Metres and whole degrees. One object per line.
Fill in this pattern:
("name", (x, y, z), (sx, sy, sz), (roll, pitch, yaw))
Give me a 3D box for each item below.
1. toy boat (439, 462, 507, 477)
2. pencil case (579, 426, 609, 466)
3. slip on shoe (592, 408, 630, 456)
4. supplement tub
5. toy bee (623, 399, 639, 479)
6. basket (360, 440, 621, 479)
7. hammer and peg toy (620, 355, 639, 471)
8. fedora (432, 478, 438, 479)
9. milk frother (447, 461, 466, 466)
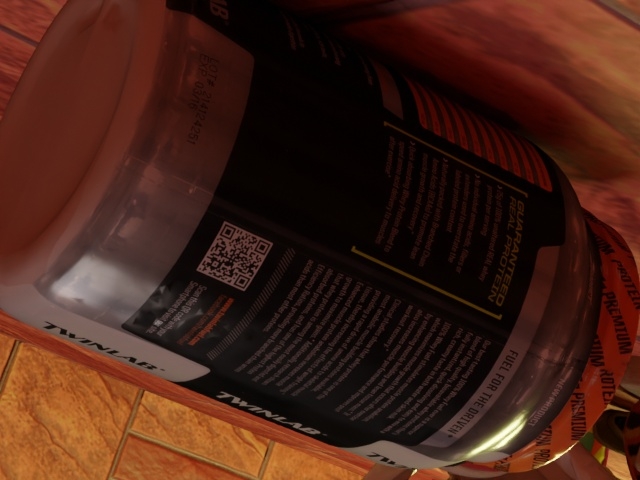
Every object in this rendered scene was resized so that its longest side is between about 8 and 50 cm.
("toy boat", (0.107, 0.084, 1.370), (0.231, 0.151, 0.151), (24, 140, -23))
("pencil case", (0.197, 0.214, 1.907), (0.236, 0.104, 0.104), (7, 164, 43))
("slip on shoe", (0.337, 0.202, 1.738), (0.135, 0.051, 0.041), (26, 157, -5))
("supplement tub", (0.000, 0.000, 0.902), (0.316, 0.193, 0.193), (25, 168, -27))
("toy bee", (0.402, 0.256, 1.584), (0.298, 0.162, 0.195), (11, 165, 37))
("basket", (0.190, 0.354, 1.642), (0.266, 0.328, 0.331), (40, -175, -31))
("hammer and peg toy", (0.402, 0.148, 1.113), (0.266, 0.127, 0.361), (28, 166, -39))
("fedora", (0.254, 0.345, 2.515), (0.194, 0.079, 0.194), (18, 176, 1))
("milk frother", (0.072, 0.067, 1.234), (0.143, 0.129, 0.135), (12, 141, -10))
